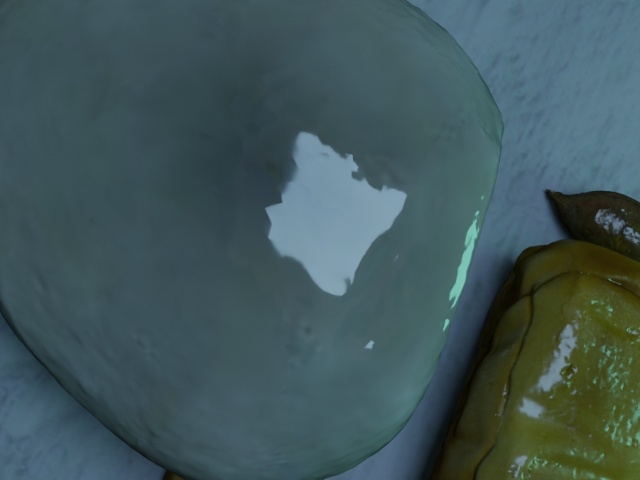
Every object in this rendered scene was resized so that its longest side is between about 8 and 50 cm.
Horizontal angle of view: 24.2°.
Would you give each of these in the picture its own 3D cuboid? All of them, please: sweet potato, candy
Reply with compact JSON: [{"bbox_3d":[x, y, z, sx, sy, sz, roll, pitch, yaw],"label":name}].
[{"bbox_3d":[0.301,0.015,1.346,0.226,0.068,0.068,35,72,-15],"label":"sweet potato"},{"bbox_3d":[-0.081,-0.042,1.086,0.427,0.186,0.386,32,85,7],"label":"candy"}]

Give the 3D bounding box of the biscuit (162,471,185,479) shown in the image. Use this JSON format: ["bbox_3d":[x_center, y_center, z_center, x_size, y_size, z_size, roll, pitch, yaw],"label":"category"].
[{"bbox_3d":[-0.013,0.310,1.193,0.309,0.040,0.204,30,74,-16],"label":"biscuit"}]

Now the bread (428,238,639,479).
[{"bbox_3d":[0.193,0.151,1.250,0.167,0.132,0.294,30,71,-23],"label":"bread"}]
